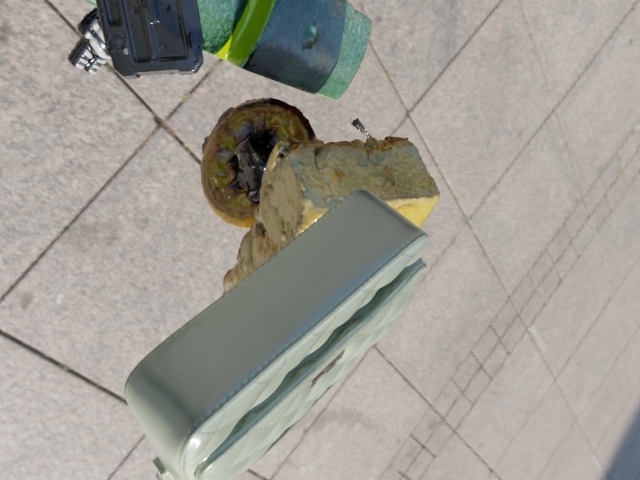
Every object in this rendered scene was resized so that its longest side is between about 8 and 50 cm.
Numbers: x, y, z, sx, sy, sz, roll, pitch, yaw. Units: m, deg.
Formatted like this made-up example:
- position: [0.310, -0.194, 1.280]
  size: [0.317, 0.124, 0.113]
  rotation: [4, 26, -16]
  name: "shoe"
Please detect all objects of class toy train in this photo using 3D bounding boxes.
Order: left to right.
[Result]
- position: [-0.108, -0.312, 0.831]
  size: [0.442, 0.272, 0.179]
  rotation: [-1, 121, -59]
  name: "toy train"

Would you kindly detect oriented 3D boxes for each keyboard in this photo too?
- position: [-0.176, -0.286, 0.592]
  size: [0.016, 0.106, 0.263]
  rotation: [-73, 159, -65]
  name: "keyboard"

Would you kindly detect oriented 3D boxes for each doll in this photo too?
- position: [-0.283, -0.333, 0.918]
  size: [0.219, 0.067, 0.091]
  rotation: [-48, 163, 11]
  name: "doll"

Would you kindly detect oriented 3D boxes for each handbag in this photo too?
- position: [-0.020, 0.098, 0.491]
  size: [0.256, 0.079, 0.219]
  rotation: [-40, 153, -24]
  name: "handbag"

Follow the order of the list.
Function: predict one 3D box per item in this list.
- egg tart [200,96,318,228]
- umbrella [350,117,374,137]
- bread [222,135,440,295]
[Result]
- position: [-0.082, -0.115, 1.045]
  size: [0.215, 0.215, 0.170]
  rotation: [-64, 156, 3]
  name: "egg tart"
- position: [0.094, -0.246, 1.415]
  size: [0.020, 0.031, 0.083]
  rotation: [-43, 125, 9]
  name: "umbrella"
- position: [0.000, 0.000, 0.775]
  size: [0.184, 0.114, 0.275]
  rotation: [-6, 144, -28]
  name: "bread"
